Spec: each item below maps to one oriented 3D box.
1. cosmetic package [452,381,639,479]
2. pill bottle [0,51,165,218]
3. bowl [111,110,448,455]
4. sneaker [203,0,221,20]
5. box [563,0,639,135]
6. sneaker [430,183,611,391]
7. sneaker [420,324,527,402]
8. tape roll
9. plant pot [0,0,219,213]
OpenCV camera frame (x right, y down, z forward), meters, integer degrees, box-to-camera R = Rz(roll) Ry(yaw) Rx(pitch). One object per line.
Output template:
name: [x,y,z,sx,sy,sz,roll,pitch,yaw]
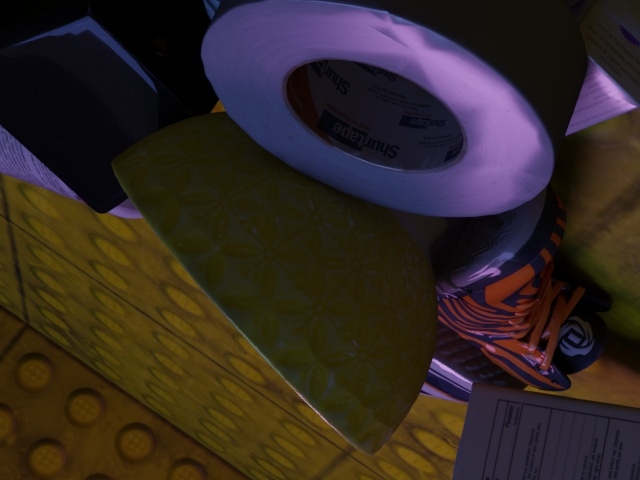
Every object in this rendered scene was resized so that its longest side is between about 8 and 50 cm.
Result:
cosmetic package: [0.275,0.226,1.145,0.296,0.153,0.129,8,167,27]
pill bottle: [-0.262,-0.131,1.303,0.283,0.160,0.160,18,154,37]
bowl: [0.000,0.000,0.963,0.289,0.156,0.289,49,180,0]
sneaker: [-0.086,-0.230,0.866,0.319,0.127,0.208,34,158,6]
box: [0.121,-0.098,0.920,0.067,0.063,0.324,39,159,-12]
sneaker: [0.176,0.035,1.081,0.180,0.124,0.321,33,170,-4]
sneaker: [0.053,0.062,1.289,0.321,0.126,0.127,37,154,-9]
tape roll: [0.043,-0.101,0.779,0.219,0.072,0.219,18,156,8]
plant pot: [-0.156,-0.160,1.068,0.167,0.187,0.188,-14,129,49]
